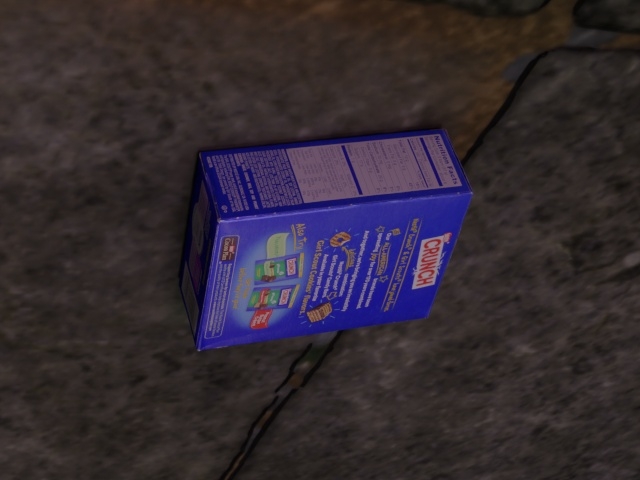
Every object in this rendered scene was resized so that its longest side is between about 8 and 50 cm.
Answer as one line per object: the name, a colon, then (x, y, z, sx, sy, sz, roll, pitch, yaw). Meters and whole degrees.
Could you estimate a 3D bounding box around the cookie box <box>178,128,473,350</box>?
cookie box: (0.000, 0.000, 0.672, 0.107, 0.040, 0.092, -6, 144, -16)
